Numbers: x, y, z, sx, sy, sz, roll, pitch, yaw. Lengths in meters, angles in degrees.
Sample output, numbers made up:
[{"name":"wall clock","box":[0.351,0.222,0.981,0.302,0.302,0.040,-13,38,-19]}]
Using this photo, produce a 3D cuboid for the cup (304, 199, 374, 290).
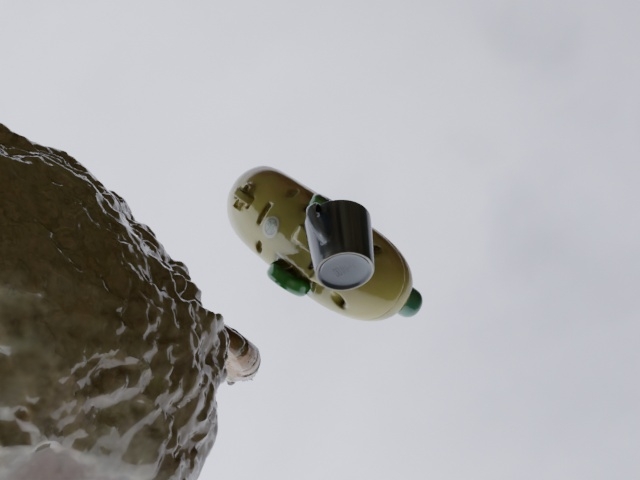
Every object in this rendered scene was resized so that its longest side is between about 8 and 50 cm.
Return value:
[{"name":"cup","box":[0.017,0.001,1.331,0.100,0.078,0.077,41,-151,-39]}]

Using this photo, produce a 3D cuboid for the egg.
[{"name":"egg","box":[-0.209,0.066,0.705,0.310,0.279,0.279,24,-147,-31]}]

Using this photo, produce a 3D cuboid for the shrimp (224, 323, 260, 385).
[{"name":"shrimp","box":[-0.133,0.130,1.423,0.133,0.236,0.053,22,-107,6]}]

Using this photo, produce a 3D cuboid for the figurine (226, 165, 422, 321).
[{"name":"figurine","box":[0.000,0.000,1.565,0.222,0.124,0.324,24,-171,-45]}]
